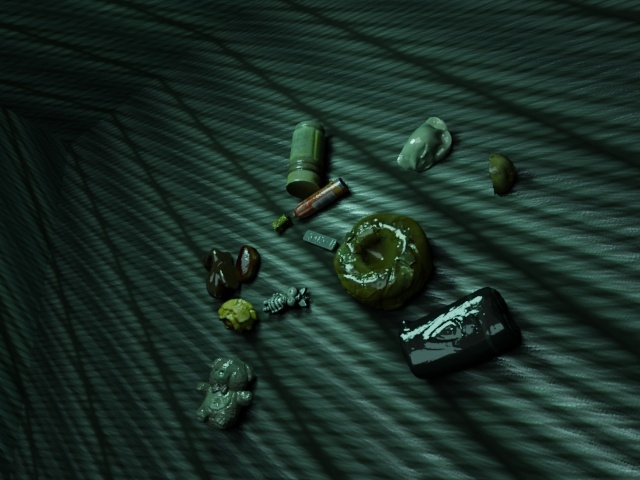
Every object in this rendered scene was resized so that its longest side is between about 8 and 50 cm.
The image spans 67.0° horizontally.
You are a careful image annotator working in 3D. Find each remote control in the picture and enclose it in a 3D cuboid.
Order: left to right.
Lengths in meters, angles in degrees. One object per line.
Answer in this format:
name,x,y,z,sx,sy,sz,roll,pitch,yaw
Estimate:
remote control,0.000,0.000,1.983,0.184,0.027,0.049,20,78,45

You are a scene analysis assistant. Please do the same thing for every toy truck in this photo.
toy truck,-0.172,-0.073,2.123,0.083,0.054,0.049,-38,50,15

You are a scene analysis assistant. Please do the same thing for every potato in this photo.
potato,0.617,-0.250,1.626,0.089,0.100,0.171,-8,59,27

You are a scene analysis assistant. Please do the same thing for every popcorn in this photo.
popcorn,-0.338,0.307,1.983,0.167,0.148,0.152,-22,23,42

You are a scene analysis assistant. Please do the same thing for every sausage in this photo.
sausage,-0.010,-0.167,2.047,0.274,0.074,0.074,-32,52,19

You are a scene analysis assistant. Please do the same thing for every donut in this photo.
donut,0.213,0.071,1.698,0.361,0.170,0.360,-16,54,24

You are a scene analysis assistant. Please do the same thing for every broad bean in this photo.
broad bean,-0.328,0.103,2.127,0.114,0.085,0.165,5,75,55

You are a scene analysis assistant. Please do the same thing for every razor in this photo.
razor,0.413,0.285,1.471,0.349,0.113,0.204,-29,52,23

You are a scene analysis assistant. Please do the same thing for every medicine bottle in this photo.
medicine bottle,-0.060,-0.358,2.130,0.151,0.151,0.322,-11,60,31

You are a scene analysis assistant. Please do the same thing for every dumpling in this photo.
dumpling,0.402,-0.351,1.832,0.151,0.124,0.229,42,101,6

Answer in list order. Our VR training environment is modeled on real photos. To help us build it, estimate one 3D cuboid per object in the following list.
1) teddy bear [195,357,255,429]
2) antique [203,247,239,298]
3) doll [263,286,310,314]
teddy bear,-0.364,0.583,1.851,0.236,0.151,0.267,11,75,17
antique,-0.459,0.146,2.177,0.143,0.121,0.256,-39,56,24
doll,-0.139,0.241,1.925,0.220,0.067,0.091,-17,53,26
